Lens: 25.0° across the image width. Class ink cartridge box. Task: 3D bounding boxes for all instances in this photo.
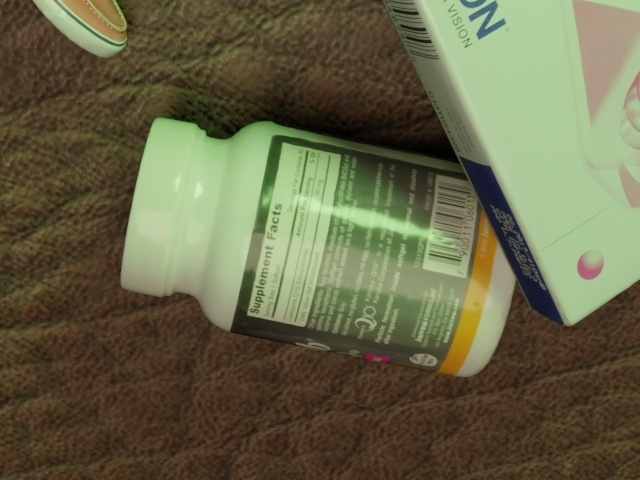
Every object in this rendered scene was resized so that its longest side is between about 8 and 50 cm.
[{"bbox_3d":[0.221,-0.162,0.972,0.330,0.071,0.324,-33,112,-11],"label":"ink cartridge box"}]

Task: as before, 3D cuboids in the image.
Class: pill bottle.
[{"bbox_3d":[0.000,0.000,1.081,0.278,0.162,0.162,12,115,-3],"label":"pill bottle"}]

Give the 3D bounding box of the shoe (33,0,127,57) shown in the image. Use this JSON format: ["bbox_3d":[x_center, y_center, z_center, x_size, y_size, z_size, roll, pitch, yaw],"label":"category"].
[{"bbox_3d":[-0.182,-0.219,1.036,0.081,0.063,0.178,-34,106,22],"label":"shoe"}]
